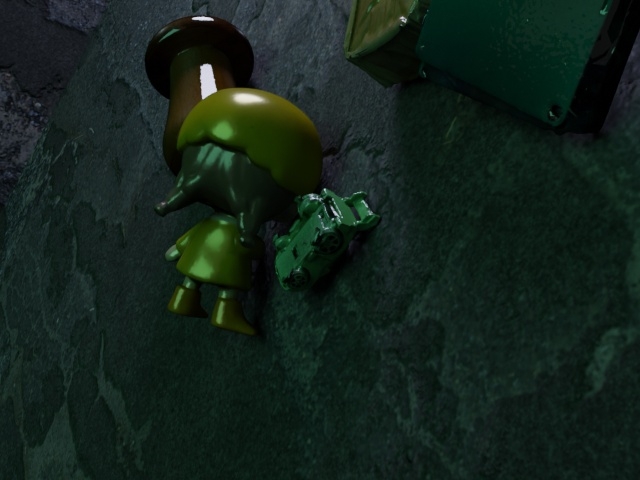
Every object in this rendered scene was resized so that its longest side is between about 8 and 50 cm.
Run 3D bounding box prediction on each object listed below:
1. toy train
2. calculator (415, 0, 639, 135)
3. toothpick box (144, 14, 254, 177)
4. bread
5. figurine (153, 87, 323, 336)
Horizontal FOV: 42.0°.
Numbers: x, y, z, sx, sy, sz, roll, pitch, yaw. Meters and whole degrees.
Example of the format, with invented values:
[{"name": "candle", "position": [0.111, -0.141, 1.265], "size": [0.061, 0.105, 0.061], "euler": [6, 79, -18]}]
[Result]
[{"name": "toy train", "position": [0.000, 0.000, 1.086], "size": [0.149, 0.081, 0.099], "euler": [-57, 34, 25]}, {"name": "calculator", "position": [0.221, -0.264, 0.847], "size": [0.248, 0.058, 0.274], "euler": [36, 121, 42]}, {"name": "toothpick box", "position": [-0.198, -0.242, 1.420], "size": [0.192, 0.192, 0.294], "euler": [-39, 49, 36]}, {"name": "bread", "position": [0.127, -0.316, 1.068], "size": [0.192, 0.110, 0.209], "euler": [-19, 55, 56]}, {"name": "figurine", "position": [-0.118, -0.045, 1.192], "size": [0.187, 0.215, 0.343], "euler": [2, -79, -78]}]
